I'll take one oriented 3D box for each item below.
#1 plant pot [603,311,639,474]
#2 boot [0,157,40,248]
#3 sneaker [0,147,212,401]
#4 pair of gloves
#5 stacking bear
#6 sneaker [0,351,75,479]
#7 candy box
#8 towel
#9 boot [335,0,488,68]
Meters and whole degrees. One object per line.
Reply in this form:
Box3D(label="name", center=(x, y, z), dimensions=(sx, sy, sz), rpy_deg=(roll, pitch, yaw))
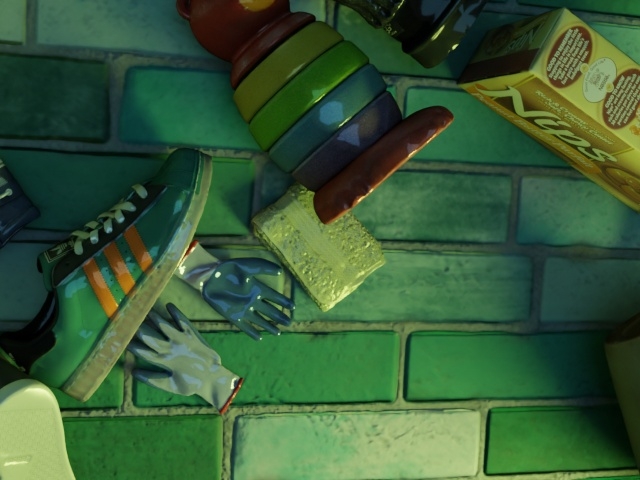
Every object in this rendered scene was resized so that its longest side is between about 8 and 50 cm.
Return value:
Box3D(label="plant pot", center=(0.504, 0.203, 1.095), dimensions=(0.323, 0.323, 0.280), rpy_deg=(-28, 85, -12))
Box3D(label="boot", center=(-0.387, -0.002, 0.921), dimensions=(0.190, 0.069, 0.086), rpy_deg=(-39, 101, -11))
Box3D(label="sneaker", center=(-0.227, 0.019, 0.949), dimensions=(0.121, 0.108, 0.302), rpy_deg=(31, 88, -20))
Box3D(label="pair of gloves", center=(-0.126, 0.095, 1.030), dimensions=(0.159, 0.023, 0.198), rpy_deg=(36, 86, -18))
Box3D(label="stacking bear", center=(-0.027, -0.176, 0.964), dimensions=(0.175, 0.164, 0.289), rpy_deg=(-41, 93, -19))
Box3D(label="sneaker", center=(-0.340, 0.229, 0.950), dimensions=(0.104, 0.147, 0.296), rpy_deg=(-23, 134, -38))
Box3D(label="candy box", center=(0.337, -0.139, 1.053), dimensions=(0.316, 0.183, 0.088), rpy_deg=(32, 85, -16))
Box3D(label="towel", center=(0.000, 0.000, 1.053), dimensions=(0.110, 0.027, 0.148), rpy_deg=(-42, 104, -9))
Box3D(label="boot", center=(0.112, -0.396, 0.993), dimensions=(0.260, 0.131, 0.348), rpy_deg=(34, 86, -16))
